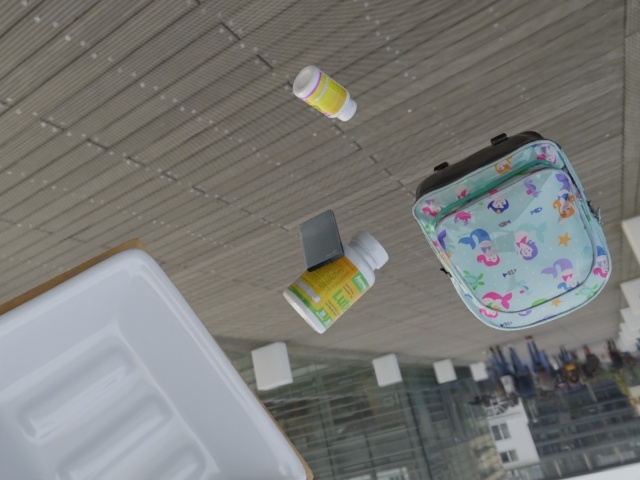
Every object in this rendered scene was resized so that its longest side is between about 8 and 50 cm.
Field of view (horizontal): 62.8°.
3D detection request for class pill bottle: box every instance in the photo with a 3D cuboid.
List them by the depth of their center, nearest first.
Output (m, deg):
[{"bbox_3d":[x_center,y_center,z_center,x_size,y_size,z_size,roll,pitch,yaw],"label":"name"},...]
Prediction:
[{"bbox_3d":[0.008,-0.187,0.679,0.083,0.043,0.043,24,139,-38],"label":"pill bottle"},{"bbox_3d":[0.043,0.092,1.259,0.246,0.136,0.136,-43,161,-10],"label":"pill bottle"}]

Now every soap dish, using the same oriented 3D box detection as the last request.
[{"bbox_3d":[-0.174,0.171,0.451,0.229,0.290,0.118,-36,179,-40],"label":"soap dish"}]

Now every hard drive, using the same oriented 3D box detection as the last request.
[{"bbox_3d":[0.000,0.000,1.223,0.094,0.135,0.022,-26,139,16],"label":"hard drive"}]

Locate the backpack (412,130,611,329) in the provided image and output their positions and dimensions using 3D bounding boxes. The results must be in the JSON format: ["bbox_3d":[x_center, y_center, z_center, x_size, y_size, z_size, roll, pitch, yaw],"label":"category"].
[{"bbox_3d":[0.274,0.000,0.741,0.225,0.253,0.191,-26,-162,17],"label":"backpack"}]
